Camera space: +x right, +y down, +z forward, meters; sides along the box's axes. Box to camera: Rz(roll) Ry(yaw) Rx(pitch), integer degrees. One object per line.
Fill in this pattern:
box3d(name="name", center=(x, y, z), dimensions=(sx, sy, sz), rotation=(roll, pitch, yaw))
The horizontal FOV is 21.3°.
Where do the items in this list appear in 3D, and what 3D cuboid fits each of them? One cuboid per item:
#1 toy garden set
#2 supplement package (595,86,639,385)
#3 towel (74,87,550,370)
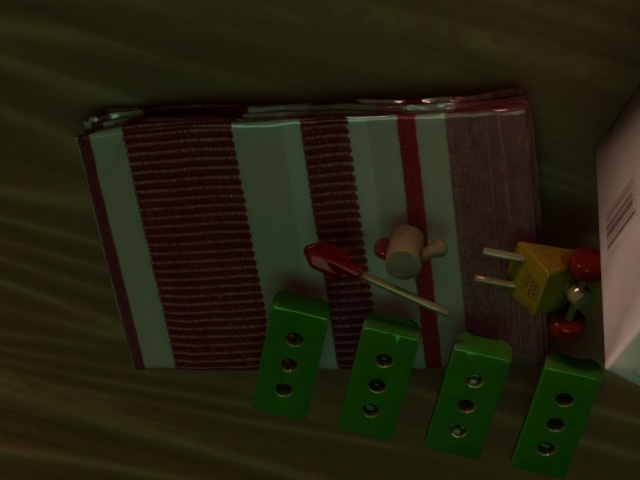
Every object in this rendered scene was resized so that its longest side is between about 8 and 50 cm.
box3d(name="toy garden set", center=(0.086, 0.064, 1.248), dimensions=(0.244, 0.049, 0.203), rotation=(13, 129, 1))
box3d(name="supplement package", center=(0.287, -0.035, 1.067), dimensions=(0.145, 0.262, 0.204), rotation=(26, 123, -9))
box3d(name="towel", center=(0.000, 0.000, 1.265), dimensions=(0.329, 0.037, 0.237), rotation=(-2, 125, 10))
